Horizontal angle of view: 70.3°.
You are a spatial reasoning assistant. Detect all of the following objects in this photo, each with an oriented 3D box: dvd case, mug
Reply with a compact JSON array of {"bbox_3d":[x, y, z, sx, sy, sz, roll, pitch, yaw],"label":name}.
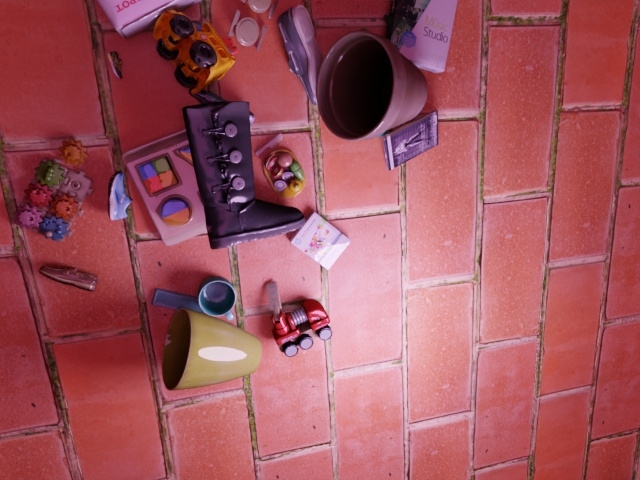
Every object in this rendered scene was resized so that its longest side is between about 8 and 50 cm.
[{"bbox_3d":[0.332,-0.363,1.655,0.221,0.018,0.164,-29,143,-6],"label":"dvd case"},{"bbox_3d":[-0.372,0.205,1.623,0.130,0.097,0.157,2,101,-18],"label":"mug"}]

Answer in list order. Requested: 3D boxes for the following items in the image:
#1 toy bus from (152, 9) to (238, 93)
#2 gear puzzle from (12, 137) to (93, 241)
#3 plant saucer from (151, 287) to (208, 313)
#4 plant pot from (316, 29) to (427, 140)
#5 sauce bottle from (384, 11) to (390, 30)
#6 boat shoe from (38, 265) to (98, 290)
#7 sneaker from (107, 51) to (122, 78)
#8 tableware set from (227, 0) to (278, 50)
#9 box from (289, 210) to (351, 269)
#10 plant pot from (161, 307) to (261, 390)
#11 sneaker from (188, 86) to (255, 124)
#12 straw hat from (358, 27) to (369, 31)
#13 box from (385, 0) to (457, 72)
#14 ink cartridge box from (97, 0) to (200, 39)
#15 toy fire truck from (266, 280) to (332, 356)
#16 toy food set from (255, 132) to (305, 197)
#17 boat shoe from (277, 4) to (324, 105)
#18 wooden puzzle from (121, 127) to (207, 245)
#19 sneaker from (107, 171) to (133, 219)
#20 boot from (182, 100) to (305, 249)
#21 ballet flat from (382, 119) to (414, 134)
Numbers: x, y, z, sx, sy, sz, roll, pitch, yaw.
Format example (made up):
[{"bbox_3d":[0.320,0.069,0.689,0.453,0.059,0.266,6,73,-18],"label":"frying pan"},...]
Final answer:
[{"bbox_3d":[-0.365,-0.597,1.398,0.220,0.150,0.211,54,50,-10],"label":"toy bus"},{"bbox_3d":[-0.829,-0.163,1.443,0.176,0.044,0.338,27,96,-19],"label":"gear puzzle"},{"bbox_3d":[-0.506,0.224,1.640,0.192,0.018,0.067,16,99,-17],"label":"plant saucer"},{"bbox_3d":[0.194,-0.491,1.481,0.281,0.323,0.322,-13,110,-43],"label":"plant pot"},{"bbox_3d":[0.254,-0.721,1.575,0.042,0.042,0.128,-26,111,-6],"label":"sauce bottle"},{"bbox_3d":[-0.834,0.116,1.512,0.178,0.064,0.060,21,67,-20],"label":"boat shoe"},{"bbox_3d":[-0.628,-0.542,1.404,0.035,0.031,0.083,-21,108,-9],"label":"sneaker"},{"bbox_3d":[-0.221,-0.721,1.448,0.128,0.039,0.194,11,109,-47],"label":"tableware set"},{"bbox_3d":[0.000,0.000,1.699,0.186,0.038,0.145,38,92,-19],"label":"box"},{"bbox_3d":[-0.368,0.393,1.609,0.294,0.275,0.274,14,100,-32],"label":"plant pot"},{"bbox_3d":[-0.333,-0.415,1.488,0.224,0.083,0.098,23,110,-14],"label":"sneaker"},{"bbox_3d":[0.102,-0.656,1.538,0.061,0.144,0.144,34,95,21],"label":"straw hat"},{"bbox_3d":[0.348,-0.764,1.552,0.233,0.058,0.321,6,96,-23],"label":"box"},{"bbox_3d":[-0.551,-0.825,1.279,0.286,0.166,0.394,-31,108,-4],"label":"ink cartridge box"},{"bbox_3d":[-0.096,0.270,1.702,0.217,0.158,0.246,-24,119,-7],"label":"toy fire truck"},{"bbox_3d":[-0.130,-0.248,1.584,0.128,0.071,0.217,-31,109,-5],"label":"toy food set"},{"bbox_3d":[-0.058,-0.603,1.516,0.099,0.116,0.319,-2,119,31],"label":"boat shoe"},{"bbox_3d":[-0.439,-0.184,1.518,0.322,0.080,0.347,-24,109,-8],"label":"wooden puzzle"},{"bbox_3d":[-0.656,-0.147,1.494,0.073,0.063,0.161,0,109,-32],"label":"sneaker"},{"bbox_3d":[-0.234,-0.228,1.480,0.367,0.146,0.444,-17,103,-37],"label":"boot"},{"bbox_3d":[0.248,-0.412,1.648,0.207,0.073,0.067,-7,86,-18],"label":"ballet flat"}]
